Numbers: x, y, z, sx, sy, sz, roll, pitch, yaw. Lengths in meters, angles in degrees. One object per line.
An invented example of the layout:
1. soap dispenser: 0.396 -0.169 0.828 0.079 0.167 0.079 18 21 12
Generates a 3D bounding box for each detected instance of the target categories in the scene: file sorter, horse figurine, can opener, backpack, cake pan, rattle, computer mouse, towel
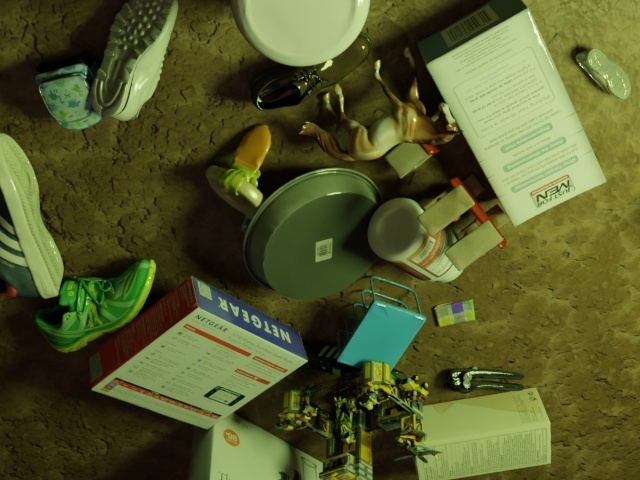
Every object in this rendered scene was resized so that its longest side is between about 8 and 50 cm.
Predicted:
1. file sorter: 0.119 0.175 1.678 0.118 0.104 0.170 19 121 -17
2. horse figurine: 0.098 -0.207 1.386 0.263 0.066 0.174 -24 90 25
3. can opener: 0.374 0.315 1.828 0.186 0.073 0.059 -1 85 -7
4. backpack: -0.419 -0.245 1.371 0.105 0.084 0.114 -12 127 8
5. cake pan: 0.000 0.000 1.521 0.293 0.054 0.293 -16 133 -18
6. rattle: -0.118 -0.101 1.522 0.130 0.142 0.199 0 148 35
7. computer mouse: 0.064 0.331 1.810 0.184 0.060 0.262 25 130 -24
8. towel: 0.289 0.157 1.734 0.083 0.009 0.060 -12 123 4

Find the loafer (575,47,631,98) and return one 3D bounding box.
1. loafer: 0.503 -0.297 1.434 0.125 0.039 0.045 36 82 -27

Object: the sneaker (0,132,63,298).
1. sneaker: -0.588 -0.030 1.476 0.148 0.131 0.350 -6 123 -2

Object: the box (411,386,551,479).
1. box: 0.364 0.453 1.871 0.311 0.121 0.148 -9 124 2

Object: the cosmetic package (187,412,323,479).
1. cosmetic package: -0.122 0.574 1.821 0.377 0.284 0.097 35 113 -24

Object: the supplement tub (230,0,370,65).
1. supplement tub: -0.034 -0.389 1.187 0.191 0.272 0.191 -2 124 -3

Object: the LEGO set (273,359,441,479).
1. LEGO set: 0.072 0.412 1.697 0.331 0.192 0.255 -19 135 24

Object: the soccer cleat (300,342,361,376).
1. soccer cleat: 0.018 0.261 1.747 0.179 0.072 0.060 -1 124 -3

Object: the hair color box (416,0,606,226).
1. hair color box: 0.340 -0.224 1.421 0.185 0.113 0.374 -27 121 14

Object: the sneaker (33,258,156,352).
1. sneaker: -0.450 0.123 1.600 0.296 0.109 0.123 -32 124 17

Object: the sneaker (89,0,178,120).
1. sneaker: -0.298 -0.310 1.344 0.090 0.095 0.235 36 103 21

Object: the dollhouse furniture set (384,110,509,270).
1. dollhouse furniture set: 0.247 -0.092 1.434 0.135 0.262 0.259 -38 87 18

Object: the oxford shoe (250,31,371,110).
1. oxford shoe: -0.013 -0.278 1.372 0.227 0.096 0.082 -28 119 12

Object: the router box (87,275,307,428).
1. router box: -0.245 0.244 1.652 0.301 0.082 0.335 -36 137 18

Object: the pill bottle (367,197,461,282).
1. pill bottle: 0.191 0.008 1.528 0.121 0.121 0.216 -36 145 19
